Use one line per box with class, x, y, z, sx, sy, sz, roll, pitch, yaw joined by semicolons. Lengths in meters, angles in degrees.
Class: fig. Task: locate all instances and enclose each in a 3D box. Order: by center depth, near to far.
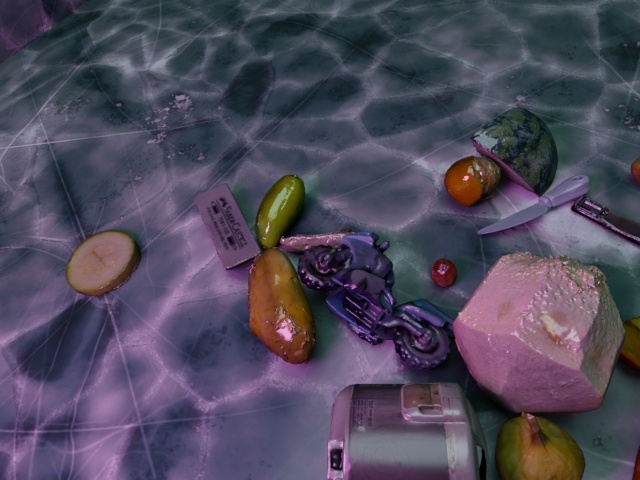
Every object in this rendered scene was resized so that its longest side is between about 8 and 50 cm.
fig;0.384;0.369;0.891;0.159;0.257;0.159;-16;42;15

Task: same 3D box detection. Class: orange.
orange;0.414;-0.161;1.346;0.156;0.156;0.134;-14;93;0

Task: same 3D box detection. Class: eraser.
eraser;-0.272;-0.045;1.429;0.111;0.077;0.353;-26;53;-8

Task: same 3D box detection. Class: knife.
knife;0.571;-0.084;1.309;0.331;0.044;0.080;-27;23;-7

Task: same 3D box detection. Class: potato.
potato;-0.100;0.161;1.192;0.140;0.173;0.300;5;47;-36

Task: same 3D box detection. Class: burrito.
burrito;0.000;0.002;1.353;0.229;0.063;0.058;-2;26;11

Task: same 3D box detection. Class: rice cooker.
rice cooker;0.160;0.394;0.898;0.276;0.288;0.289;-4;53;10

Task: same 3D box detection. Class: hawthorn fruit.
hawthorn fruit;0.301;0.069;1.219;0.066;0.103;0.067;-11;50;14

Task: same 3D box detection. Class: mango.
mango;-0.118;-0.079;1.402;0.111;0.125;0.233;19;82;19

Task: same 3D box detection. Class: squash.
squash;-0.638;0.061;1.444;0.219;0.041;0.219;-5;53;7

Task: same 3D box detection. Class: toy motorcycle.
toy motorcycle;0.148;0.115;1.180;0.416;0.172;0.232;35;53;21

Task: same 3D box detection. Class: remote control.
remote control;0.749;-0.048;1.265;0.059;0.028;0.212;-40;56;-22

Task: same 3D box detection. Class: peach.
peach;0.682;0.209;1.026;0.151;0.151;0.119;-19;74;-4

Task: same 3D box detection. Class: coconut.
coconut;0.426;0.195;0.991;0.297;0.298;0.309;25;59;26

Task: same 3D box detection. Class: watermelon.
watermelon;0.562;-0.257;1.386;0.260;0.256;0.176;-39;12;-9

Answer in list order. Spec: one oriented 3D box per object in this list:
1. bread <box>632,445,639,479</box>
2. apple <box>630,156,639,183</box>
bread;0.651;0.362;0.887;0.114;0.185;0.275;17;59;28
apple;0.870;-0.187;1.313;0.083;0.084;0.071;0;37;11
